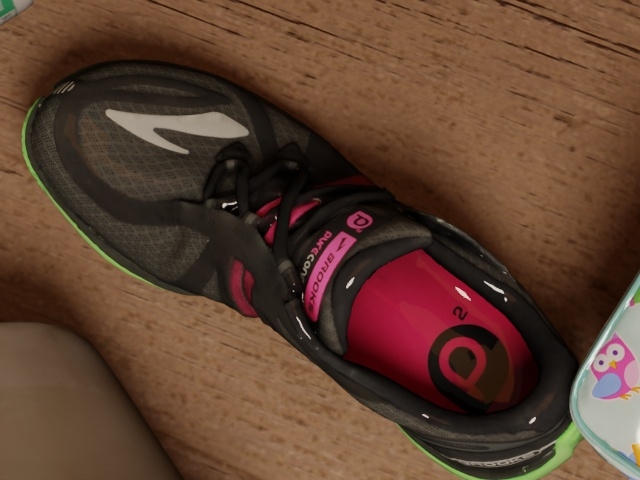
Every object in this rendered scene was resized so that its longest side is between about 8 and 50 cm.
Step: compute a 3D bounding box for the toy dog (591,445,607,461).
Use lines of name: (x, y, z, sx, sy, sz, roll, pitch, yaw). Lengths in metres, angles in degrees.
toy dog: (0.384, 0.144, 1.229, 0.333, 0.161, 0.220, -18, 77, -7)

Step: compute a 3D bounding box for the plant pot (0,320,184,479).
plant pot: (-0.209, 0.221, 1.134, 0.323, 0.323, 0.280, -19, 62, -7)

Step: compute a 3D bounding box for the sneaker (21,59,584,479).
sneaker: (0.000, 0.000, 1.227, 0.482, 0.202, 0.185, 30, 76, 5)

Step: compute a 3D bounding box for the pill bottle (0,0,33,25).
pill bottle: (-0.418, -0.178, 1.254, 0.361, 0.204, 0.204, -33, 80, -9)

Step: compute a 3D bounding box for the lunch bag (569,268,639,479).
lunch bag: (0.315, 0.108, 1.105, 0.279, 0.108, 0.224, 34, 101, 20)
